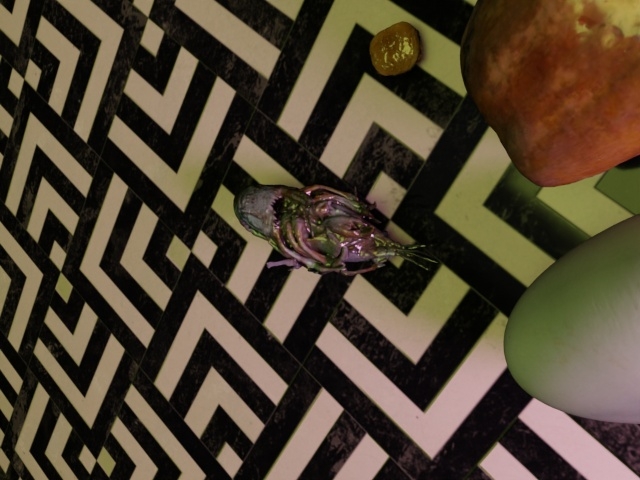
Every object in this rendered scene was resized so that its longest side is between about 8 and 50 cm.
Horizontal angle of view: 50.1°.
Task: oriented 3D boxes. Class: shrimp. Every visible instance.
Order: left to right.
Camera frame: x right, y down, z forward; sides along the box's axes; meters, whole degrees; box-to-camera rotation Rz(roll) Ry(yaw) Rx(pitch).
[{"bbox_3d":[-0.002,0.000,1.074,0.372,0.137,0.172,15,67,40],"label":"shrimp"}]

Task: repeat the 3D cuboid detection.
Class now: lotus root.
[{"bbox_3d":[0.292,-0.215,0.745,0.250,0.316,0.316,-46,70,38],"label":"lotus root"}]

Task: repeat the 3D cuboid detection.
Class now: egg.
[{"bbox_3d":[0.372,0.088,0.766,0.371,0.230,0.229,-29,80,43],"label":"egg"}]

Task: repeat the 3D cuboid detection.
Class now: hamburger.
[{"bbox_3d":[0.112,-0.283,1.015,0.083,0.044,0.076,-21,85,35],"label":"hamburger"}]
